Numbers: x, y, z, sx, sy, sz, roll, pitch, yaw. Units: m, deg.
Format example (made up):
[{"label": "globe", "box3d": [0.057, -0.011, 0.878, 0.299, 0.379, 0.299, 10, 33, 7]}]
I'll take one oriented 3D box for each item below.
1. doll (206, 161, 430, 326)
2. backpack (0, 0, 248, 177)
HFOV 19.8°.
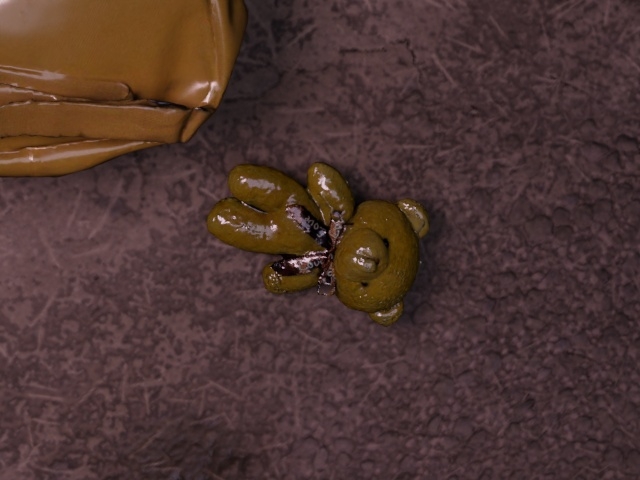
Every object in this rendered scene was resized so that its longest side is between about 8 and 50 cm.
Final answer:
[{"label": "doll", "box3d": [0.000, 0.000, 1.705, 0.209, 0.097, 0.137, 17, 104, -16]}, {"label": "backpack", "box3d": [-0.252, -0.225, 1.501, 0.378, 0.201, 0.353, -6, 105, -15]}]
